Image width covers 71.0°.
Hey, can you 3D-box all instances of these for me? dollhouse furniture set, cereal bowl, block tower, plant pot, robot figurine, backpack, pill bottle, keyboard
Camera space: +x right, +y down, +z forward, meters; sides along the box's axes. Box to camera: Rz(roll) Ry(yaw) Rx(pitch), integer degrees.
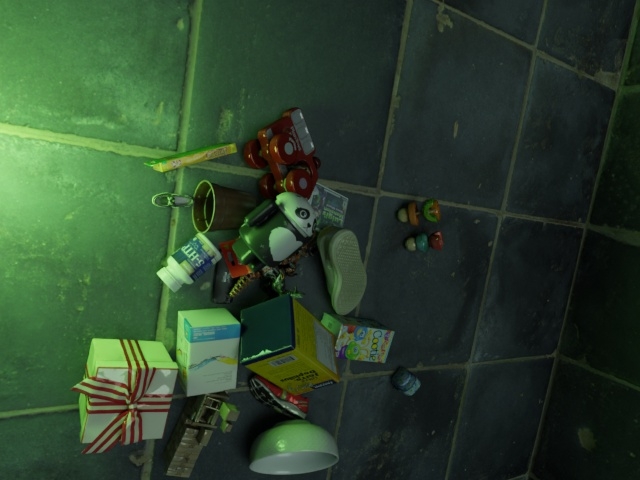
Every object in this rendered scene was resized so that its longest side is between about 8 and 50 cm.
[{"bbox_3d":[-0.364,0.593,1.447,0.101,0.161,0.182,25,85,-32],"label":"dollhouse furniture set"},{"bbox_3d":[-0.104,0.777,1.705,0.338,0.141,0.339,-5,141,-4],"label":"cereal bowl"},{"bbox_3d":[-0.437,0.638,1.563,0.090,0.097,0.336,27,84,-32],"label":"block tower"},{"bbox_3d":[-0.305,-0.103,1.450,0.165,0.167,0.167,2,100,-40],"label":"plant pot"},{"bbox_3d":[-0.140,-0.025,1.410,0.278,0.209,0.174,-40,89,2],"label":"robot figurine"},{"bbox_3d":[0.388,0.644,2.046,0.105,0.114,0.084,-46,119,-14],"label":"backpack"},{"bbox_3d":[-0.421,0.074,1.436,0.186,0.112,0.112,-43,119,-16],"label":"pill bottle"},{"bbox_3d":[-0.319,0.126,1.562,0.100,0.038,0.192,8,94,-15],"label":"keyboard"}]

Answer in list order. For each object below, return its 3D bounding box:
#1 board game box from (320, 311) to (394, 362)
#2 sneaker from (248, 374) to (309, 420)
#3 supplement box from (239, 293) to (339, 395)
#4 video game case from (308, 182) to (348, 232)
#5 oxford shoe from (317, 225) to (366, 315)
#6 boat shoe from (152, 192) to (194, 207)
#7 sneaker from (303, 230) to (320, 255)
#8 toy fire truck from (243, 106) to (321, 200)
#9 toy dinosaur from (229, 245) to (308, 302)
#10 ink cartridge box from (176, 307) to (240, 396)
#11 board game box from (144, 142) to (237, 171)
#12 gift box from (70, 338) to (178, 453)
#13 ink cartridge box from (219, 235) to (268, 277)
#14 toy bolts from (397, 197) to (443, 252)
[{"bbox_3d":[0.139,0.396,1.825,0.275,0.144,0.142,14,94,-32],"label":"board game box"},{"bbox_3d":[-0.157,0.585,1.728,0.279,0.107,0.118,42,46,-21],"label":"sneaker"},{"bbox_3d":[-0.101,0.372,1.555,0.195,0.194,0.356,-22,138,17],"label":"supplement box"},{"bbox_3d":[0.015,-0.114,1.682,0.190,0.022,0.173,23,71,-33],"label":"video game case"},{"bbox_3d":[0.078,0.114,1.721,0.169,0.130,0.450,-35,137,-24],"label":"oxford shoe"},{"bbox_3d":[-0.462,-0.124,1.412,0.125,0.038,0.046,2,99,-32],"label":"boat shoe"},{"bbox_3d":[0.000,0.000,1.701,0.061,0.064,0.158,38,80,-31],"label":"sneaker"},{"bbox_3d":[-0.096,-0.276,1.541,0.254,0.169,0.302,-43,120,-38],"label":"toy fire truck"},{"bbox_3d":[-0.174,0.120,1.598,0.321,0.164,0.219,-24,99,-11],"label":"toy dinosaur"},{"bbox_3d":[-0.378,0.364,1.490,0.168,0.171,0.233,0,100,-31],"label":"ink cartridge box"},{"bbox_3d":[-0.397,-0.255,1.372,0.259,0.124,0.039,-19,110,-26],"label":"board game box"},{"bbox_3d":[-0.594,0.452,1.329,0.276,0.258,0.255,5,97,-33],"label":"gift box"},{"bbox_3d":[-0.236,0.033,1.522,0.179,0.045,0.146,-15,63,-23],"label":"ink cartridge box"},{"bbox_3d":[0.434,-0.064,1.940,0.218,0.158,0.229,-31,110,-67],"label":"toy bolts"}]
